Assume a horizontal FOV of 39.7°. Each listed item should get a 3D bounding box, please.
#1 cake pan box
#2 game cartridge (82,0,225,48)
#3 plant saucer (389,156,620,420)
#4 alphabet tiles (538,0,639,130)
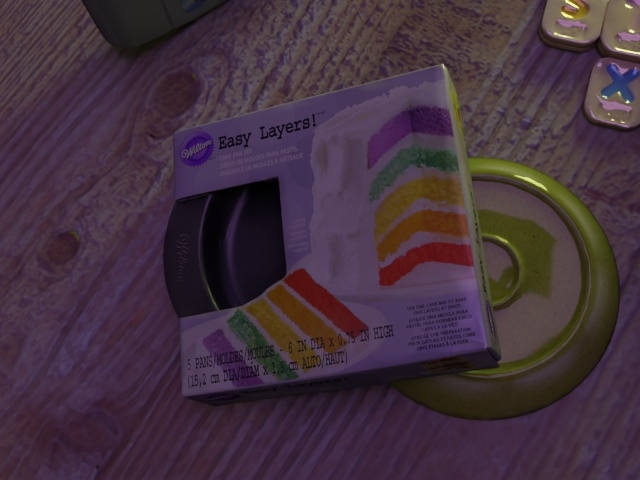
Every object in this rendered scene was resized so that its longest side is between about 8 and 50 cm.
[{"bbox_3d":[0.000,0.000,0.742,0.267,0.070,0.245,-10,68,17],"label":"cake pan box"},{"bbox_3d":[-0.094,-0.300,0.811,0.297,0.198,0.062,-36,71,-7],"label":"game cartridge"},{"bbox_3d":[0.139,0.031,0.763,0.241,0.037,0.241,-2,70,4],"label":"plant saucer"},{"bbox_3d":[0.360,-0.218,0.840,0.284,0.021,0.278,16,73,10],"label":"alphabet tiles"}]
